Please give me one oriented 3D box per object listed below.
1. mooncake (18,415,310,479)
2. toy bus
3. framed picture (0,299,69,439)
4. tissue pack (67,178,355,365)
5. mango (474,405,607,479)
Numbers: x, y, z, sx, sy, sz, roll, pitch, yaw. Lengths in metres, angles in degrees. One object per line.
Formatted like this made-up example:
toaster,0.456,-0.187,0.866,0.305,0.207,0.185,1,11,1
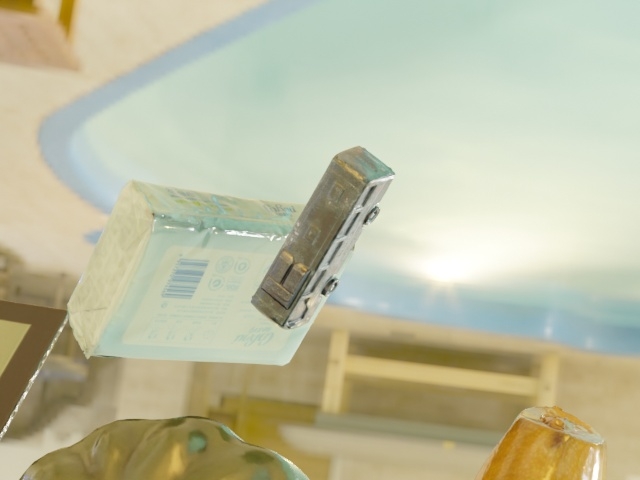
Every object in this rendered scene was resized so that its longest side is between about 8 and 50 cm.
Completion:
mooncake,-0.122,0.319,1.382,0.351,0.351,0.187,4,155,17
toy bus,0.000,0.000,1.390,0.047,0.166,0.065,38,-154,17
framed picture,-0.477,0.141,1.816,0.347,0.265,0.016,8,133,14
tissue pack,-0.112,0.037,1.716,0.263,0.177,0.089,5,-146,-42
mango,0.159,0.307,1.421,0.144,0.359,0.187,20,152,3
